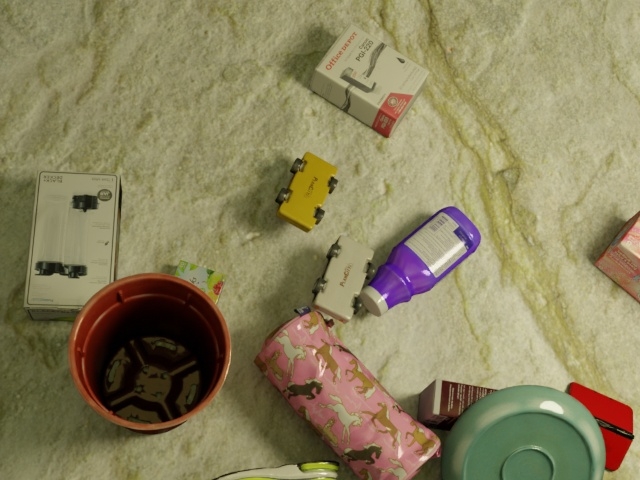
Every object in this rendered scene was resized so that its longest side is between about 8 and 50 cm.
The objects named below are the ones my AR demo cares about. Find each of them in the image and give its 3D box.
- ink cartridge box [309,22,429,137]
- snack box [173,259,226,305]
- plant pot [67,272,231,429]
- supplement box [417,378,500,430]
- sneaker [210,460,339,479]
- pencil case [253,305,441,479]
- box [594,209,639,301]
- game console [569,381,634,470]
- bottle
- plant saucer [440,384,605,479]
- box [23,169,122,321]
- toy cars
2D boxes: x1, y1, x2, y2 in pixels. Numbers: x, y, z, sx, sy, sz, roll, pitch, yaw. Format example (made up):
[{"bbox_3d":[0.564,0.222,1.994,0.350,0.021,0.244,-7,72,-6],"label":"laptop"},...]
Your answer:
[{"bbox_3d":[0.108,-0.359,2.082,0.217,0.092,0.159,32,67,6],"label":"ink cartridge box"},{"bbox_3d":[-0.258,0.121,1.864,0.100,0.037,0.141,18,67,-1],"label":"snack box"},{"bbox_3d":[-0.307,0.230,1.691,0.272,0.265,0.273,3,68,-8],"label":"plant pot"},{"bbox_3d":[0.320,0.336,1.825,0.239,0.130,0.073,9,67,-5],"label":"supplement box"},{"bbox_3d":[-0.103,0.480,1.715,0.299,0.111,0.121,-6,74,-9],"label":"sneaker"},{"bbox_3d":[0.051,0.306,1.781,0.167,0.160,0.386,-44,80,8],"label":"pencil case"},{"bbox_3d":[0.764,0.076,1.991,0.300,0.142,0.154,40,68,7],"label":"box"},{"bbox_3d":[0.558,0.380,1.910,0.144,0.085,0.124,24,98,1],"label":"game console"},{"bbox_3d":[0.203,0.048,1.937,0.283,0.092,0.118,-39,79,-20],"label":"bottle"},{"bbox_3d":[0.386,0.427,1.755,0.317,0.044,0.318,-1,104,-3],"label":"plant saucer"},{"bbox_3d":[-0.484,0.012,1.843,0.169,0.087,0.290,1,68,-9],"label":"box"},{"bbox_3d":[0.000,0.000,1.910,0.176,0.087,0.394,-7,63,-31],"label":"toy cars"}]
